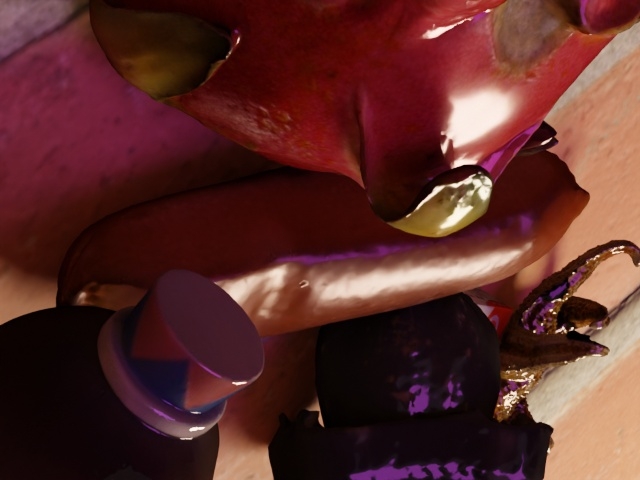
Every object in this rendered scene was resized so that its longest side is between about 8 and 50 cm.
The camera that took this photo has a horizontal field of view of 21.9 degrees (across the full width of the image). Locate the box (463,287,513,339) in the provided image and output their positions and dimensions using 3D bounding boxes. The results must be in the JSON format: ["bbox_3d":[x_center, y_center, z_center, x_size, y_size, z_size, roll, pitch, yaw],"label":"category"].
[{"bbox_3d":[0.063,0.132,1.161,0.055,0.039,0.218,15,104,-48],"label":"box"}]

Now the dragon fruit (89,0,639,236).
[{"bbox_3d":[0.059,-0.147,0.826,0.305,0.226,0.305,-26,130,-35],"label":"dragon fruit"}]

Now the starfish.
[{"bbox_3d":[0.164,0.080,1.178,0.190,0.074,0.146,-64,168,8],"label":"starfish"}]

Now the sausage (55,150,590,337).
[{"bbox_3d":[0.000,0.000,0.950,0.348,0.094,0.097,-11,147,-28],"label":"sausage"}]

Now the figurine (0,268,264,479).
[{"bbox_3d":[-0.124,0.129,0.826,0.161,0.158,0.275,-38,158,-47],"label":"figurine"}]

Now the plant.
[{"bbox_3d":[0.054,0.151,1.049,0.164,0.142,0.256,3,83,-10],"label":"plant"}]
